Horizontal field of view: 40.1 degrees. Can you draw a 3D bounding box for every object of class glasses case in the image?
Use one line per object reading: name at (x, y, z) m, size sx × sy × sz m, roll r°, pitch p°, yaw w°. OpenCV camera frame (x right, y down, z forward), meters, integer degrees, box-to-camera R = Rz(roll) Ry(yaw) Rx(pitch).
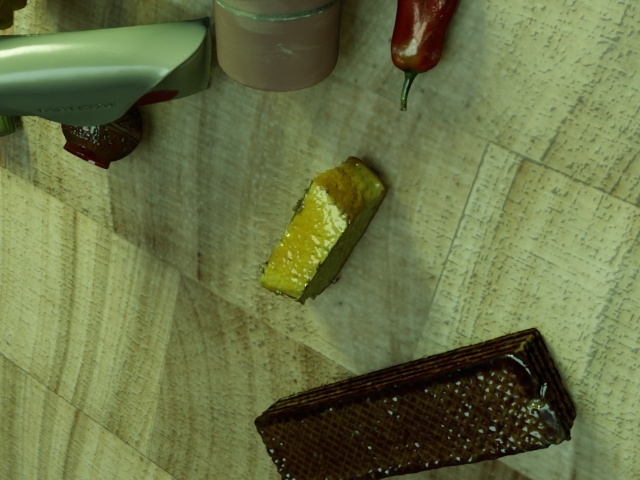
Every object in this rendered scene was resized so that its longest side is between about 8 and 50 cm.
glasses case at (-0.267, -0.175, 0.959) m, size 0.307 × 0.128 × 0.083 m, roll -4°, pitch 66°, yaw 1°

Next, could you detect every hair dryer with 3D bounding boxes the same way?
hair dryer at (-0.144, -0.293, 0.845) m, size 0.352 × 0.125 × 0.210 m, roll 18°, pitch 139°, yaw 15°

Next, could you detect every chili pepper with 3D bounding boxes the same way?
chili pepper at (0.097, -0.217, 0.828) m, size 0.059 × 0.050 × 0.191 m, roll 21°, pitch 107°, yaw 29°

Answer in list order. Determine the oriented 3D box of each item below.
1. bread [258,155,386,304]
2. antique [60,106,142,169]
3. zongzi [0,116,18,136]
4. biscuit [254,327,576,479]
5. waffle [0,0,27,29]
bread at (0.000, 0.000, 0.945) m, size 0.065 × 0.103 × 0.187 m, roll 40°, pitch 121°, yaw 12°
antique at (-0.265, -0.143, 1.068) m, size 0.104 × 0.104 × 0.104 m, roll 13°, pitch 115°, yaw 29°
zongzi at (-0.475, -0.197, 1.217) m, size 0.119 × 0.055 × 0.109 m, roll 7°, pitch 110°, yaw 43°
biscuit at (0.094, 0.198, 0.979) m, size 0.388 × 0.073 × 0.107 m, roll -22°, pitch 96°, yaw 38°
waffle at (-0.372, -0.375, 0.947) m, size 0.062 × 0.329 × 0.329 m, roll 5°, pitch 114°, yaw 1°
